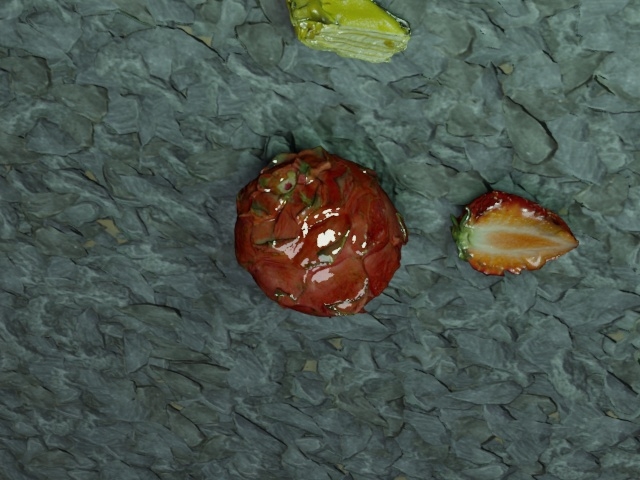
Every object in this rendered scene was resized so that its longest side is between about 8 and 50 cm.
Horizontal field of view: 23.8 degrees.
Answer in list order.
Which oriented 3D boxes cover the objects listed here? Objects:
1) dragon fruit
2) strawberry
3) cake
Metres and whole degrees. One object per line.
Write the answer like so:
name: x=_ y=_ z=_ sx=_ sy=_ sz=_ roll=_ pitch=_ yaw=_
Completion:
dragon fruit: x=-0.003 y=-0.010 z=2.150 sx=0.252 sy=0.241 sz=0.241 roll=17 pitch=140 yaw=-28
strawberry: x=0.277 y=-0.019 z=2.172 sx=0.187 sy=0.082 sz=0.146 roll=6 pitch=142 yaw=-1
cake: x=0.023 y=-0.298 z=1.974 sx=0.185 sy=0.116 sz=0.080 roll=-2 pitch=151 yaw=-32
